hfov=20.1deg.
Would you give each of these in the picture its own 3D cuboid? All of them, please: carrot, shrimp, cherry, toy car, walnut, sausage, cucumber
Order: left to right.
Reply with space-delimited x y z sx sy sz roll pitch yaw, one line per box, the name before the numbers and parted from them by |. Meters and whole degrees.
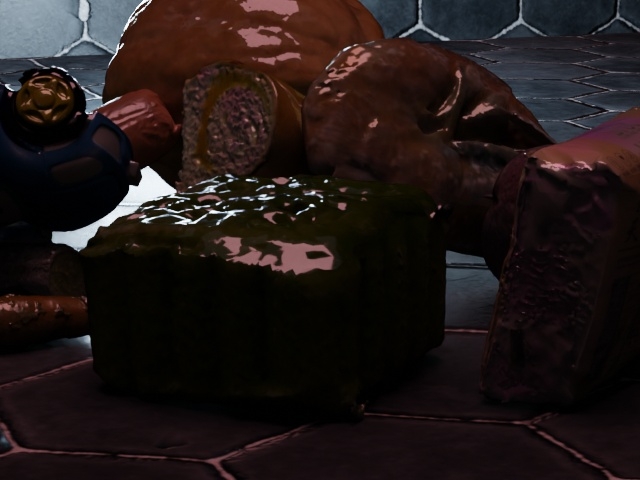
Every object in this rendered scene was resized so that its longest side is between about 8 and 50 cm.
toy car | -0.331 -0.077 1.720 0.314 0.166 0.198 15 -17 3
cucumber | -0.276 0.031 1.717 0.112 0.064 0.064 5 13 36
sausage | -0.284 -0.075 1.958 0.289 0.086 0.086 -30 23 -19
carrot | -0.196 0.068 1.610 0.254 0.049 0.049 -2 12 -29
walnut | -0.071 -0.176 2.132 0.344 0.306 0.306 -6 9 28
shrimp | 0.183 -0.077 1.862 0.446 0.221 0.110 17 -24 -20
cherry | 0.231 -0.006 1.695 0.176 0.176 0.140 11 57 41

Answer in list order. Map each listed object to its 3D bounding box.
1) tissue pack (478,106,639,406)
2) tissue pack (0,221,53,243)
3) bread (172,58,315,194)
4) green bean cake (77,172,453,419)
tissue pack | 0.231 0.012 1.480 0.123 0.215 0.257 16 18 21
tissue pack | -0.349 0.006 1.822 0.155 0.065 0.115 -3 12 -14
bread | -0.072 -0.094 1.917 0.156 0.158 0.261 17 -20 -38
green bean cake | -0.041 0.035 1.486 0.247 0.156 0.250 5 14 28
